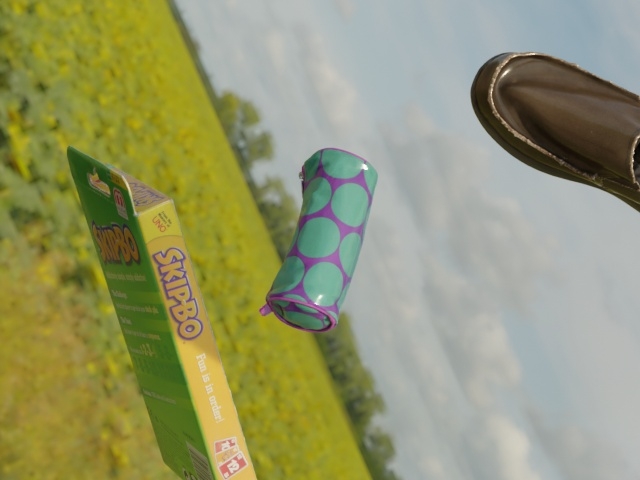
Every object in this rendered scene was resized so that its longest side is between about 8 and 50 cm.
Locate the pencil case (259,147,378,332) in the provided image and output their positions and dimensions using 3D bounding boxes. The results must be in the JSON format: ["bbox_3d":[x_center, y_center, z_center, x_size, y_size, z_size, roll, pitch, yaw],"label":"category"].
[{"bbox_3d":[0.000,0.000,1.379,0.064,0.070,0.152,70,33,-63],"label":"pencil case"}]

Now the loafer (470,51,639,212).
[{"bbox_3d":[0.350,-0.123,1.859,0.365,0.134,0.130,27,-12,3],"label":"loafer"}]

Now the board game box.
[{"bbox_3d":[-0.108,0.060,1.098,0.124,0.039,0.259,27,-41,59],"label":"board game box"}]
